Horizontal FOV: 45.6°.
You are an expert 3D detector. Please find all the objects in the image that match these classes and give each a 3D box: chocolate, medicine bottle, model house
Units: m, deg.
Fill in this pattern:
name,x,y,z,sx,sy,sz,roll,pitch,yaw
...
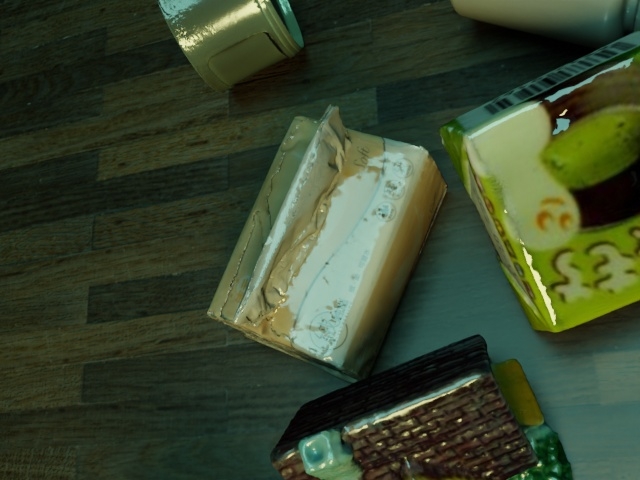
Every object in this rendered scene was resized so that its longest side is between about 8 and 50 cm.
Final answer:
name,x,y,z,sx,sy,sz,roll,pitch,yaw
chocolate,0.330,-0.066,0.878,0.300,0.137,0.289,-25,95,13
medicine bottle,0.358,-0.361,0.992,0.339,0.208,0.208,22,81,24
model house,0.116,0.237,0.853,0.280,0.249,0.230,-26,65,11

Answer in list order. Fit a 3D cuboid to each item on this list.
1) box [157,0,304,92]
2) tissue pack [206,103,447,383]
name,x,y,z,sx,sy,sz,roll,pitch,yaw
box,-0.140,-0.361,1.171,0.149,0.226,0.226,-24,65,12
tissue pack,0.000,0.000,0.994,0.238,0.238,0.306,19,80,25
